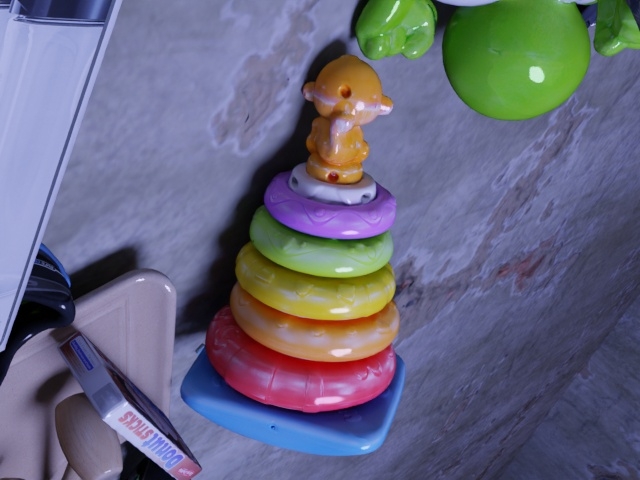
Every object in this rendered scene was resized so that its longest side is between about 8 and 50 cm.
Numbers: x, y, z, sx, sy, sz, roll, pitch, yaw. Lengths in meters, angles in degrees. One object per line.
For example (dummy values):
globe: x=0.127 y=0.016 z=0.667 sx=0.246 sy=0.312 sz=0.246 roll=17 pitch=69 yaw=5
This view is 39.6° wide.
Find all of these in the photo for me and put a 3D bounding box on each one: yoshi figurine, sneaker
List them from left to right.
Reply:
sneaker: x=-0.224 y=0.066 z=0.500 sx=0.188 sy=0.078 sz=0.067 roll=-34 pitch=152 yaw=-25
yoshi figurine: x=0.110 y=-0.165 z=0.586 sx=0.203 sy=0.204 sz=0.362 roll=-42 pitch=162 yaw=27

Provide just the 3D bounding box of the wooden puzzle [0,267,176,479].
wooden puzzle: x=-0.220 y=0.130 z=0.651 sx=0.238 sy=0.044 sz=0.221 roll=-25 pitch=148 yaw=-30

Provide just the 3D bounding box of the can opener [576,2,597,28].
can opener: x=0.278 y=-0.267 z=0.829 sx=0.186 sy=0.059 sz=0.073 roll=-45 pitch=154 yaw=-3

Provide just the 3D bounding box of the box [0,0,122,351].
box: x=-0.186 y=-0.065 z=0.357 sx=0.169 sy=0.087 sz=0.290 roll=-12 pitch=138 yaw=-51

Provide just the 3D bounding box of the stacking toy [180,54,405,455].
stacking toy: x=0.000 y=0.000 z=0.708 sx=0.166 sy=0.175 sz=0.302 roll=-58 pitch=159 yaw=-64

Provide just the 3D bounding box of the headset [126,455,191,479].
headset: x=-0.199 y=0.378 z=0.745 sx=0.243 sy=0.185 sz=0.394 roll=-50 pitch=-170 yaw=51

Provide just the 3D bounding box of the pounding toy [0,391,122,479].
pounding toy: x=-0.210 y=0.248 z=0.612 sx=0.269 sy=0.154 sz=0.155 roll=-45 pitch=150 yaw=12

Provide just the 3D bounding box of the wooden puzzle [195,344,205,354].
wooden puzzle: x=-0.091 y=0.105 z=0.849 sx=0.083 sy=0.006 sz=0.049 roll=-2 pitch=130 yaw=-57

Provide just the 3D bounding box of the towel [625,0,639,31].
towel: x=0.181 y=-0.217 z=0.480 sx=0.056 sy=0.324 sz=0.312 roll=-27 pitch=168 yaw=32

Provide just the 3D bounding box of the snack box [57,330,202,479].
snack box: x=-0.132 y=0.126 z=0.640 sx=0.022 sy=0.064 sz=0.178 roll=-37 pitch=153 yaw=-11
